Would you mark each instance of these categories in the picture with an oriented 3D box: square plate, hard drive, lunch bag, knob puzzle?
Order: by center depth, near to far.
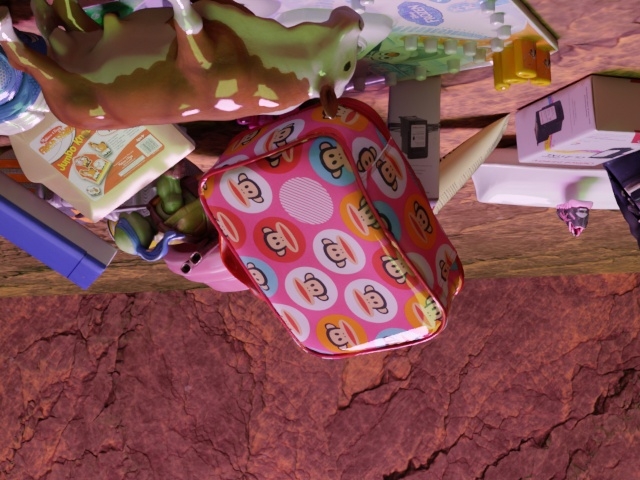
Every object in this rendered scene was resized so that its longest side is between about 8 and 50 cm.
[{"bbox_3d":[-0.269,-0.130,1.329,0.213,0.030,0.213,1,127,1],"label":"knob puzzle"},{"bbox_3d":[0.000,0.000,1.338,0.258,0.293,0.120,-16,-154,33],"label":"lunch bag"},{"bbox_3d":[-0.413,-0.049,1.479,0.318,0.040,0.210,35,163,-10],"label":"hard drive"},{"bbox_3d":[0.413,-0.099,1.825,0.347,0.049,0.344,2,174,11],"label":"square plate"}]

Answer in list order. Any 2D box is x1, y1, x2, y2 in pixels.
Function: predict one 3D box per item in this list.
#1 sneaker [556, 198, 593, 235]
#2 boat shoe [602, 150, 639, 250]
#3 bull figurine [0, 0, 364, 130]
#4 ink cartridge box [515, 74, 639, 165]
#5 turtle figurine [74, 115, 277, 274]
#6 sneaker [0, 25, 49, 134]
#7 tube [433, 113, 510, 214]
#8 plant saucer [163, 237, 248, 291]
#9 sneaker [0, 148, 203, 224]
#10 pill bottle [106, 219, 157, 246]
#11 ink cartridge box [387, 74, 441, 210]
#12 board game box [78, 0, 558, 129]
[{"bbox_3d":[0.417,-0.034,1.920,0.047,0.057,0.119,2,175,0],"label":"sneaker"},{"bbox_3d":[0.539,-0.134,1.559,0.340,0.158,0.127,-32,162,6],"label":"boat shoe"},{"bbox_3d":[-0.123,-0.164,0.985,0.310,0.101,0.188,-9,141,24],"label":"bull figurine"},{"bbox_3d":[0.350,-0.149,1.494,0.127,0.072,0.175,1,170,-23],"label":"ink cartridge box"},{"bbox_3d":[-0.170,-0.101,1.481,0.266,0.198,0.274,-22,-147,-23],"label":"turtle figurine"},{"bbox_3d":[-0.415,-0.164,1.132,0.330,0.130,0.147,-11,154,28],"label":"sneaker"},{"bbox_3d":[0.170,-0.085,1.608,0.062,0.240,0.070,49,180,-31],"label":"tube"},{"bbox_3d":[-0.056,-0.027,1.616,0.332,0.084,0.332,-24,-163,8],"label":"plant saucer"},{"bbox_3d":[-0.298,-0.081,1.690,0.321,0.125,0.180,7,177,12],"label":"sneaker"},{"bbox_3d":[-0.273,-0.044,1.911,0.103,0.103,0.184,3,170,-31],"label":"pill bottle"},{"bbox_3d":[0.111,-0.115,1.408,0.063,0.151,0.109,1,171,2],"label":"ink cartridge box"},{"bbox_3d":[0.005,-0.195,1.183,0.390,0.050,0.390,-7,171,25],"label":"board game box"}]
